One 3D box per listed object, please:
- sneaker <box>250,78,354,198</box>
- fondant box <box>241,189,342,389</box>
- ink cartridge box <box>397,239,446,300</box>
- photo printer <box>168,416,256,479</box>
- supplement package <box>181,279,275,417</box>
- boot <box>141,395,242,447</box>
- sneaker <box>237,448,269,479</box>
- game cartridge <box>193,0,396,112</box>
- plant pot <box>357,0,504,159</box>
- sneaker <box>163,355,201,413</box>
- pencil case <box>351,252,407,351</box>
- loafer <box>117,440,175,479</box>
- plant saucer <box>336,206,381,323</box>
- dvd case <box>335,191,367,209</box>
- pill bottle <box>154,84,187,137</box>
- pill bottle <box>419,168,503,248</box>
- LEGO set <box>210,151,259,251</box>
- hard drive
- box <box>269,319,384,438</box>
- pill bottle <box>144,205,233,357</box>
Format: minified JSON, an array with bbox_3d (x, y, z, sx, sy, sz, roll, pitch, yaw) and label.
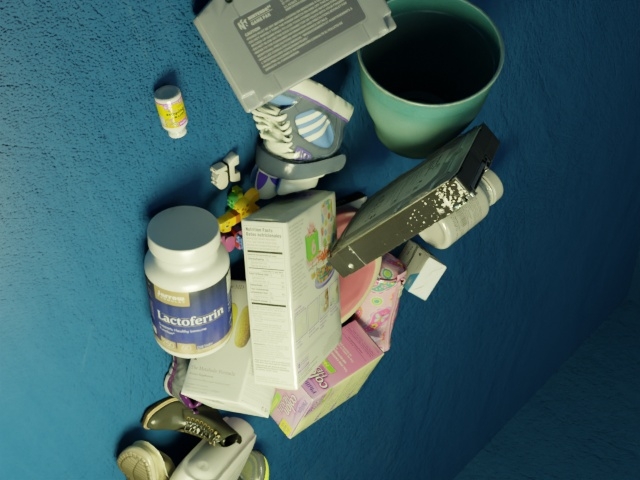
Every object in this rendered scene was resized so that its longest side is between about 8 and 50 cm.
[{"bbox_3d":[-0.072,-0.182,1.499,0.323,0.130,0.236,14,105,-61],"label":"sneaker"},{"bbox_3d":[-0.048,0.087,1.604,0.238,0.096,0.330,-37,129,-62],"label":"fondant box"},{"bbox_3d":[0.244,0.068,2.141,0.060,0.180,0.104,27,99,-22],"label":"ink cartridge box"},{"bbox_3d":[-0.275,0.564,1.864,0.256,0.107,0.307,-64,171,19],"label":"photo printer"},{"bbox_3d":[-0.161,0.214,1.666,0.134,0.139,0.244,46,52,-57],"label":"supplement package"},{"bbox_3d":[-0.272,0.400,1.786,0.198,0.137,0.076,-3,122,-50],"label":"boot"},{"bbox_3d":[-0.245,0.654,2.090,0.300,0.111,0.121,-54,144,-3],"label":"sneaker"},{"bbox_3d":[-0.043,-0.359,1.326,0.294,0.060,0.196,-32,103,-14],"label":"game cartridge"},{"bbox_3d":[0.205,-0.302,1.637,0.272,0.272,0.255,-42,160,-18],"label":"plant pot"},{"bbox_3d":[-0.255,0.249,1.700,0.083,0.098,0.223,-19,134,-42],"label":"sneaker"},{"bbox_3d":[0.145,0.165,2.109,0.124,0.124,0.284,-25,139,-37],"label":"pencil case"},{"bbox_3d":[-0.370,0.491,1.791,0.092,0.102,0.268,-52,165,-33],"label":"loafer"},{"bbox_3d":[0.022,0.085,1.857,0.332,0.084,0.332,-31,141,-29],"label":"plant saucer"},{"bbox_3d":[0.000,0.000,1.855,0.239,0.030,0.179,-22,136,-40],"label":"dvd case"},{"bbox_3d":[-0.241,-0.208,1.344,0.043,0.043,0.083,-37,144,-24],"label":"pill bottle"},{"bbox_3d":[0.356,-0.090,2.124,0.229,0.131,0.131,-37,144,-24],"label":"pill bottle"},{"bbox_3d":[-0.170,-0.040,1.552,0.093,0.087,0.227,-31,140,-31],"label":"LEGO set"},{"bbox_3d":[0.178,-0.078,1.604,0.339,0.064,0.237,-32,-165,38],"label":"hard drive"},{"bbox_3d":[0.004,0.342,2.048,0.243,0.117,0.213,-28,157,-35],"label":"box"},{"bbox_3d":[-0.240,0.076,1.510,0.153,0.153,0.264,-30,140,-32],"label":"pill bottle"}]
